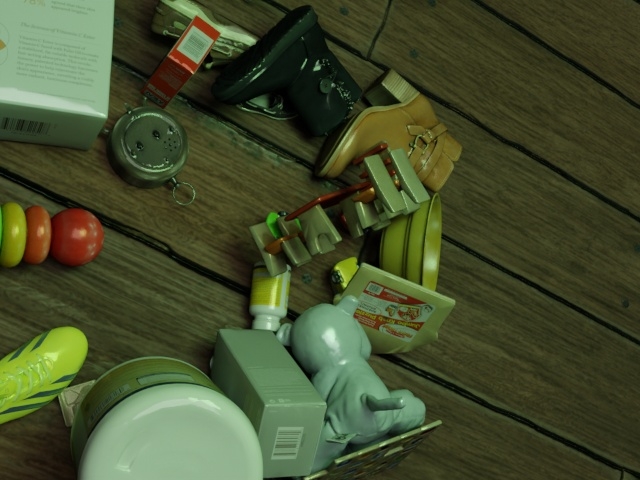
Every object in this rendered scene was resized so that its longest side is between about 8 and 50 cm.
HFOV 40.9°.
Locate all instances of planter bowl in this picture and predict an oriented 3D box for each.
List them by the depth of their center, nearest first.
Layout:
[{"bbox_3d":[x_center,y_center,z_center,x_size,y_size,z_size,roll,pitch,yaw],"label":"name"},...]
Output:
[{"bbox_3d":[0.158,0.020,1.534,0.091,0.217,0.217,5,71,15],"label":"planter bowl"}]

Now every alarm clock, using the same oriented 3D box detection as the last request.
[{"bbox_3d":[-0.271,-0.140,1.416,0.129,0.064,0.192,-40,99,-28],"label":"alarm clock"}]

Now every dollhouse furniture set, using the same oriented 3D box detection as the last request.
[{"bbox_3d":[0.044,-0.072,1.385,0.259,0.262,0.135,-21,84,-53],"label":"dollhouse furniture set"}]

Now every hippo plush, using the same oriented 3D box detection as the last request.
[{"bbox_3d":[0.009,0.233,1.375,0.234,0.294,0.236,-32,68,6],"label":"hippo plush"}]

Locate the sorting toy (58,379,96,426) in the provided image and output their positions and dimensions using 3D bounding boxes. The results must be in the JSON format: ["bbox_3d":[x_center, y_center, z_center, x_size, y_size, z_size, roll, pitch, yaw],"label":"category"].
[{"bbox_3d":[-0.359,0.259,1.299,0.062,0.012,0.083,-14,84,-25],"label":"sorting toy"}]

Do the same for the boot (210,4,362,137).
[{"bbox_3d":[-0.047,-0.255,1.484,0.246,0.094,0.207,-47,123,-22],"label":"boot"}]

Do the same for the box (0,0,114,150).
[{"bbox_3d":[-0.441,-0.336,1.322,0.215,0.168,0.345,6,75,-24],"label":"box"}]

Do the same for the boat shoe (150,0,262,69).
[{"bbox_3d":[-0.179,-0.344,1.507,0.258,0.095,0.095,25,103,-25],"label":"boat shoe"}]

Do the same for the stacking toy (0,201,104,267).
[{"bbox_3d":[-0.484,-0.008,1.254,0.331,0.141,0.141,5,75,-31],"label":"stacking toy"}]

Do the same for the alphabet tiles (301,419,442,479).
[{"bbox_3d":[0.060,0.362,1.372,0.237,0.198,0.009,-13,62,-27],"label":"alphabet tiles"}]

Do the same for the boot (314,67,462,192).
[{"bbox_3d":[0.133,-0.160,1.598,0.220,0.109,0.283,45,56,-13],"label":"boot"}]

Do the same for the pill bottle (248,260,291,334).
[{"bbox_3d":[-0.086,0.097,1.439,0.065,0.065,0.116,13,71,-22],"label":"pill bottle"}]

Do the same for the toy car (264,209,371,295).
[{"bbox_3d":[0.000,0.000,1.511,0.225,0.053,0.238,14,71,-21],"label":"toy car"}]

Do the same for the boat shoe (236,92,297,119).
[{"bbox_3d":[-0.089,-0.248,1.539,0.125,0.038,0.046,9,73,-23],"label":"boat shoe"}]

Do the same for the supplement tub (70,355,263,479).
[{"bbox_3d":[-0.220,0.282,1.166,0.229,0.316,0.228,-1,93,-18],"label":"supplement tub"}]

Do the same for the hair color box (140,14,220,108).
[{"bbox_3d":[-0.232,-0.290,1.408,0.053,0.167,0.093,34,65,-15],"label":"hair color box"}]

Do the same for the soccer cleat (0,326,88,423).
[{"bbox_3d":[-0.450,0.212,1.204,0.289,0.121,0.093,-32,85,-28],"label":"soccer cleat"}]

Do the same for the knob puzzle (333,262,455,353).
[{"bbox_3d":[0.112,0.126,1.466,0.213,0.213,0.030,31,40,-16],"label":"knob puzzle"}]

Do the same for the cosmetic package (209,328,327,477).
[{"bbox_3d":[-0.089,0.239,1.294,0.107,0.238,0.127,4,111,-23],"label":"cosmetic package"}]
